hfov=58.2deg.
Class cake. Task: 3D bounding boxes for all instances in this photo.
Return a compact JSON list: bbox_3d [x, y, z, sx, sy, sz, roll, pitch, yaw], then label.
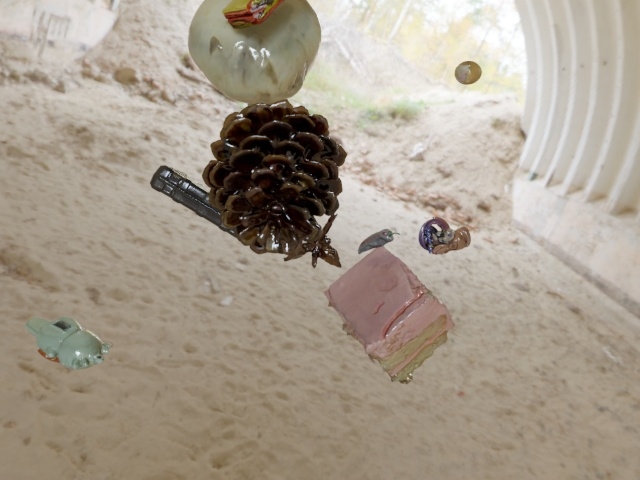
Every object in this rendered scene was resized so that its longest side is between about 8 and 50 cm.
[{"bbox_3d":[0.219,0.223,1.806,0.314,0.293,0.307,44,-3,42],"label":"cake"}]

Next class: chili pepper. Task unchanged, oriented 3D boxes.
[{"bbox_3d":[0.169,0.000,1.720,0.050,0.153,0.041,54,40,-11],"label":"chili pepper"}]

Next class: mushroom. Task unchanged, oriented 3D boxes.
[{"bbox_3d":[-0.144,-0.410,1.318,0.314,0.336,0.314,1,56,-2],"label":"mushroom"}]

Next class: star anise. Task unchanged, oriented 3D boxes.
[{"bbox_3d":[-0.003,-0.009,1.518,0.158,0.144,0.140,14,58,-5],"label":"star anise"}]

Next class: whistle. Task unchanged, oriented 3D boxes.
[{"bbox_3d":[-0.593,0.236,1.333,0.253,0.105,0.102,19,0,25],"label":"whistle"}]

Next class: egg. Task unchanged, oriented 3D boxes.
[{"bbox_3d":[0.496,-0.561,1.919,0.096,0.080,0.080,-23,40,-35],"label":"egg"}]

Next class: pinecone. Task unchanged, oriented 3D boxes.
[{"bbox_3d":[-0.070,-0.091,0.949,0.246,0.246,0.292,17,35,-19],"label":"pinecone"}]

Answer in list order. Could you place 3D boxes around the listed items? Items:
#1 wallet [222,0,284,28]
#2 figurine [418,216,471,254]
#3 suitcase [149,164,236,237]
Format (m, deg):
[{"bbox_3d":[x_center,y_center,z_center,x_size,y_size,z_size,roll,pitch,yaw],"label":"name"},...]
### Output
[{"bbox_3d":[-0.066,-0.491,1.086,0.067,0.241,0.141,49,-11,-33],"label":"wallet"},{"bbox_3d":[0.386,-0.005,1.747,0.157,0.114,0.126,14,47,32],"label":"figurine"},{"bbox_3d":[-0.268,-0.084,1.429,0.285,0.066,0.206,32,0,0],"label":"suitcase"}]
